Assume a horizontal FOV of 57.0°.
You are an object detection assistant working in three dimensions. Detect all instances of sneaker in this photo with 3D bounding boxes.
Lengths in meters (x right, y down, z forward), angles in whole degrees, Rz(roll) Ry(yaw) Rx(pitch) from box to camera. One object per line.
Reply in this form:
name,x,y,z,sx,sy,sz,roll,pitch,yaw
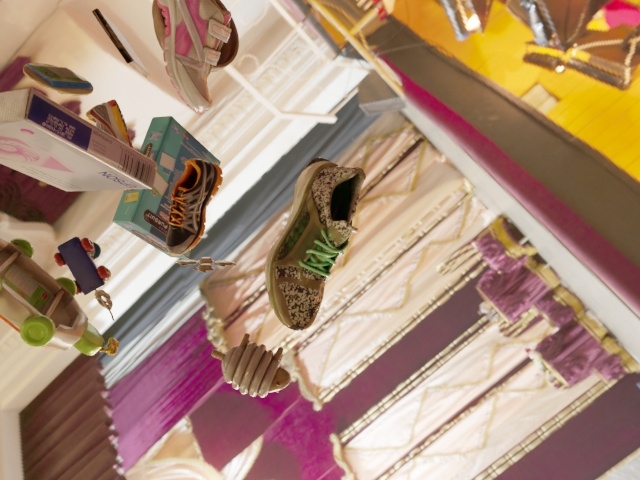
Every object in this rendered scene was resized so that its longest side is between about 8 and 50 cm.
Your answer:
sneaker,-0.282,-0.074,1.238,0.084,0.214,0.083,12,170,30
sneaker,0.000,0.000,1.305,0.158,0.410,0.182,19,168,-29
sneaker,-0.512,-0.229,1.459,0.088,0.093,0.225,157,94,-78
sneaker,-0.201,-0.341,0.979,0.103,0.111,0.252,-93,-2,-69

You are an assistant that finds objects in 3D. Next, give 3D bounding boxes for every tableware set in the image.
tableware set,-0.364,0.075,1.876,0.141,0.020,0.169,11,-169,36

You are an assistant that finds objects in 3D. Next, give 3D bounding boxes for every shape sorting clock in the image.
shape sorting clock,-0.819,-0.504,1.848,0.206,0.040,0.206,20,-157,-9

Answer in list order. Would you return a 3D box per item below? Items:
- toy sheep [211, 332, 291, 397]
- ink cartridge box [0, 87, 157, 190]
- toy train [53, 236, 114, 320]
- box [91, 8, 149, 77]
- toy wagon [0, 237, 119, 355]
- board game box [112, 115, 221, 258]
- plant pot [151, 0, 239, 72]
toy sheep,-0.109,0.200,0.934,0.132,0.091,0.091,20,-171,7
ink cartridge box,-0.547,-0.172,1.130,0.324,0.330,0.071,33,-121,-63
toy train,-0.623,0.108,1.644,0.248,0.105,0.143,61,179,-3
box,-0.552,-0.544,1.645,0.164,0.021,0.201,56,179,-6
toy wagon,-0.542,0.123,1.145,0.344,0.068,0.267,48,179,-18
board game box,-0.438,-0.150,1.722,0.079,0.336,0.254,3,157,29
plant pot,-0.331,-0.521,1.486,0.237,0.110,0.237,18,-117,-40
